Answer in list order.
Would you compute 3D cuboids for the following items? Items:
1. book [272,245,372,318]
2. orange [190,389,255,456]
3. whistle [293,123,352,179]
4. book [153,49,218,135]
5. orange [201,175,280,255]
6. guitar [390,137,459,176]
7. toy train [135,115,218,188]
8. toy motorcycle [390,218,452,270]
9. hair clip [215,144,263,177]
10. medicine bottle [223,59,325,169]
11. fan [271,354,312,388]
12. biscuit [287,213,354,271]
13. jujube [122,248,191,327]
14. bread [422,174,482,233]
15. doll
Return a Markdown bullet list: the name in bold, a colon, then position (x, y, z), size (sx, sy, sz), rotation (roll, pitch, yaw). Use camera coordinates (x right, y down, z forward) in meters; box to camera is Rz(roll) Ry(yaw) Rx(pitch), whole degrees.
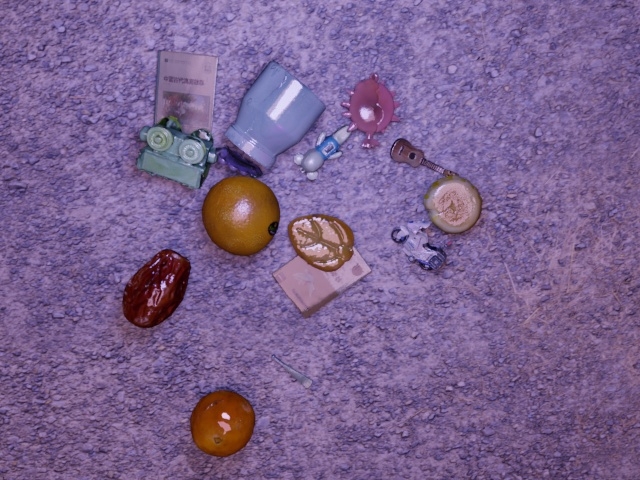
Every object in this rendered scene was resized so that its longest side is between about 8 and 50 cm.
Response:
- **book**: position (0.006, 0.118, 2.008), size (0.310, 0.021, 0.217), rotation (-36, 99, 4)
- **orange**: position (-0.361, 0.672, 1.994), size (0.240, 0.240, 0.240), rotation (0, 100, -2)
- **whistle**: position (0.016, -0.322, 1.910), size (0.236, 0.077, 0.114), rotation (-42, 105, -1)
- **book**: position (-0.471, -0.506, 1.884), size (0.215, 0.025, 0.282), rotation (5, 101, -1)
- **orange**: position (-0.271, -0.084, 1.845), size (0.274, 0.274, 0.274), rotation (0, 100, -2)
- **guitar**: position (0.377, -0.281, 1.943), size (0.271, 0.038, 0.083), rotation (24, 103, -10)
- **toy train**: position (-0.486, -0.300, 1.848), size (0.272, 0.159, 0.188), rotation (18, 116, -6)
- **toy motorcycle**: position (0.373, 0.011, 1.968), size (0.221, 0.102, 0.150), rotation (44, 116, -5)
- **hair clip**: position (-0.277, -0.277, 1.860), size (0.195, 0.124, 0.052), rotation (24, 124, -39)
- **medicine bottle**: position (-0.160, -0.407, 1.799), size (0.245, 0.245, 0.290), rotation (39, 96, -8)
- **fan**: position (-0.111, 0.498, 2.072), size (0.193, 0.016, 0.038), rotation (40, 93, -9)
- **biscuit**: position (0.000, 0.002, 1.958), size (0.260, 0.041, 0.203), rotation (28, 97, -7)
- **jujube**: position (-0.582, 0.170, 1.920), size (0.197, 0.197, 0.290), rotation (32, 82, -7)
- **bread**: position (0.475, -0.131, 1.936), size (0.213, 0.105, 0.213), rotation (2, 104, 7)
- **doll**: position (0.175, -0.450, 1.877), size (0.211, 0.093, 0.261), rotation (-3, 92, -8)
